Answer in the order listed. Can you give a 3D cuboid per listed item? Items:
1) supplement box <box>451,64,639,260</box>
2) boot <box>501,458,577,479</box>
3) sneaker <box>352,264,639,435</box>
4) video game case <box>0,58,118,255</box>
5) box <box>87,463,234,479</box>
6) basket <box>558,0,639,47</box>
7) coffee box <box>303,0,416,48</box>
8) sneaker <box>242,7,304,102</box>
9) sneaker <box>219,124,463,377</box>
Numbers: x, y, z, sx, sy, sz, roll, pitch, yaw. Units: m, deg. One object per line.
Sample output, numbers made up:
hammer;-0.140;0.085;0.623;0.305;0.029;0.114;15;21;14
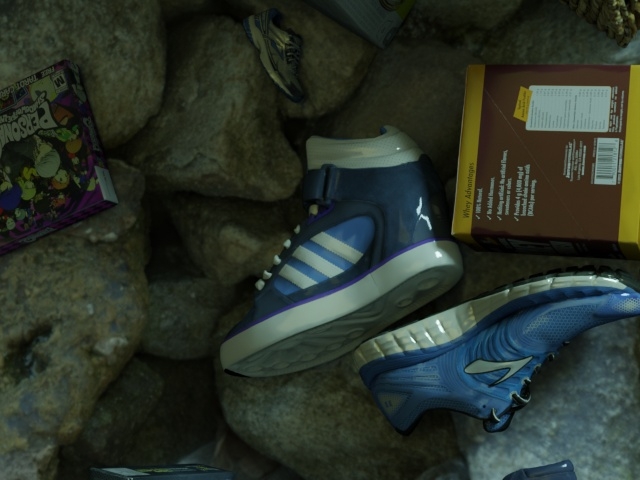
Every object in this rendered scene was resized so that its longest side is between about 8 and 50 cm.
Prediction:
supplement box;0.259;-0.083;1.244;0.194;0.129;0.191;3;83;20
boot;0.198;0.304;1.242;0.190;0.069;0.086;-18;68;8
sneaker;0.206;0.125;1.247;0.330;0.130;0.147;-24;85;21
video game case;-0.403;-0.103;1.528;0.232;0.042;0.210;-22;76;15
box;-0.188;0.348;1.275;0.059;0.232;0.183;8;84;26
basket;0.288;-0.379;1.191;0.223;0.299;0.213;41;97;21
coffee box;-0.010;-0.485;1.294;0.338;0.337;0.334;36;94;21
sneaker;-0.048;-0.236;1.421;0.058;0.052;0.135;-30;73;8
sneaker;0.000;0.000;1.338;0.323;0.130;0.236;-29;61;20
